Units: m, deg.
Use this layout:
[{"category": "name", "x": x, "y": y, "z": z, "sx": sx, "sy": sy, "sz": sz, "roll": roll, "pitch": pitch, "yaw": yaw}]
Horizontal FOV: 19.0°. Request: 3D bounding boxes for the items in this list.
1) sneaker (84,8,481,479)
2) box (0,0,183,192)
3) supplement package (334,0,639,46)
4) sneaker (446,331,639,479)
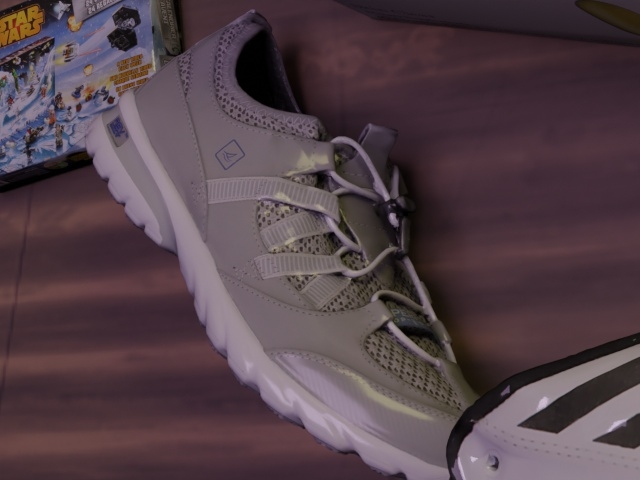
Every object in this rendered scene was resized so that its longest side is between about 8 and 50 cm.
[{"category": "sneaker", "x": 0.000, "y": 0.000, "z": 0.859, "sx": 0.115, "sy": 0.105, "sz": 0.281, "roll": -48, "pitch": 60, "yaw": 11}, {"category": "box", "x": -0.133, "y": -0.087, "z": 1.018, "sx": 0.137, "sy": 0.027, "sz": 0.094, "roll": -14, "pitch": 74, "yaw": 32}, {"category": "supplement package", "x": 0.107, "y": -0.194, "z": 0.797, "sx": 0.262, "sy": 0.145, "sz": 0.204, "roll": 11, "pitch": 87, "yaw": 37}, {"category": "sneaker", "x": 0.120, "y": 0.216, "z": 0.714, "sx": 0.257, "sy": 0.169, "sz": 0.447, "roll": 33, "pitch": 90, "yaw": 45}]
